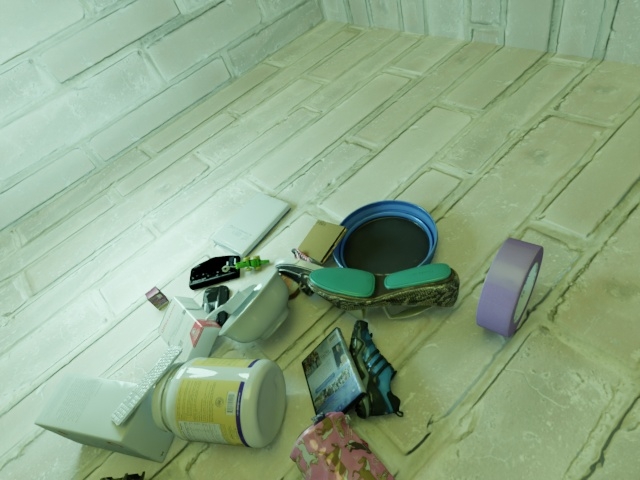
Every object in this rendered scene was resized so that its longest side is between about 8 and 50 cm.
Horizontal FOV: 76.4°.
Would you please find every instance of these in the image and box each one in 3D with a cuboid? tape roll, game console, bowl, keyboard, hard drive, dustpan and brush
[{"bbox_3d":[0.542,0.133,1.161,0.090,0.274,0.274,22,61,34],"label":"tape roll"},{"bbox_3d":[-0.430,0.204,1.627,0.214,0.043,0.361,-16,45,8],"label":"game console"},{"bbox_3d":[-0.201,0.248,1.399,0.298,0.134,0.298,-46,7,7],"label":"bowl"},{"bbox_3d":[-0.505,0.413,1.188,0.072,0.014,0.256,7,49,41],"label":"keyboard"},{"bbox_3d":[0.239,0.010,1.524,0.392,0.077,0.390,-11,47,11],"label":"bowl"},{"bbox_3d":[-0.311,-0.077,1.832,0.210,0.040,0.318,23,61,35],"label":"hard drive"},{"bbox_3d":[-0.331,0.232,1.467,0.147,0.060,0.211,-41,8,46],"label":"dustpan and brush"}]

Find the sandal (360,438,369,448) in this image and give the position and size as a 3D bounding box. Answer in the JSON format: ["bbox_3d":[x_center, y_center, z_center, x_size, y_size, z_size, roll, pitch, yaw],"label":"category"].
[{"bbox_3d":[0.093,0.552,1.107,0.179,0.067,0.040,25,51,38],"label":"sandal"}]

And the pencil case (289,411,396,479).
[{"bbox_3d":[0.101,0.591,0.958,0.386,0.160,0.167,43,112,27],"label":"pencil case"}]

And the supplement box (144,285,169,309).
[{"bbox_3d":[-0.666,0.236,1.659,0.055,0.083,0.043,-36,48,-14],"label":"supplement box"}]

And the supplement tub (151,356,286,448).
[{"bbox_3d":[-0.294,0.470,1.202,0.332,0.240,0.240,-4,49,18],"label":"supplement tub"}]

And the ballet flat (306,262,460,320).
[{"bbox_3d":[0.198,0.180,1.317,0.484,0.181,0.164,-4,29,16],"label":"ballet flat"}]

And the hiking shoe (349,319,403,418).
[{"bbox_3d":[0.158,0.381,1.223,0.132,0.113,0.303,2,49,-5],"label":"hiking shoe"}]

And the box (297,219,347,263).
[{"bbox_3d":[0.000,0.000,1.588,0.164,0.021,0.201,-55,31,-9],"label":"box"}]

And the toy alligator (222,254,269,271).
[{"bbox_3d":[-0.303,0.096,1.651,0.190,0.056,0.051,-10,7,-14],"label":"toy alligator"}]

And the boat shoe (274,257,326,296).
[{"bbox_3d":[-0.034,0.149,1.463,0.302,0.108,0.102,18,64,8],"label":"boat shoe"}]

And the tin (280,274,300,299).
[{"bbox_3d":[-0.103,0.149,1.558,0.106,0.040,0.189,17,57,37],"label":"tin"}]

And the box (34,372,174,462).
[{"bbox_3d":[-0.653,0.554,1.279,0.346,0.214,0.168,1,49,20],"label":"box"}]

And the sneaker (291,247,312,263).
[{"bbox_3d":[-0.084,0.073,1.569,0.057,0.047,0.119,-46,48,-6],"label":"sneaker"}]

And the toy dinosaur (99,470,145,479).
[{"bbox_3d":[-0.565,0.777,1.130,0.323,0.164,0.218,-8,60,-10],"label":"toy dinosaur"}]

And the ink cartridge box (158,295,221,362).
[{"bbox_3d":[-0.476,0.321,1.464,0.218,0.092,0.158,31,98,36],"label":"ink cartridge box"}]

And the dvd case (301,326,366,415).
[{"bbox_3d":[0.031,0.403,1.205,0.180,0.022,0.253,-49,33,16],"label":"dvd case"}]
